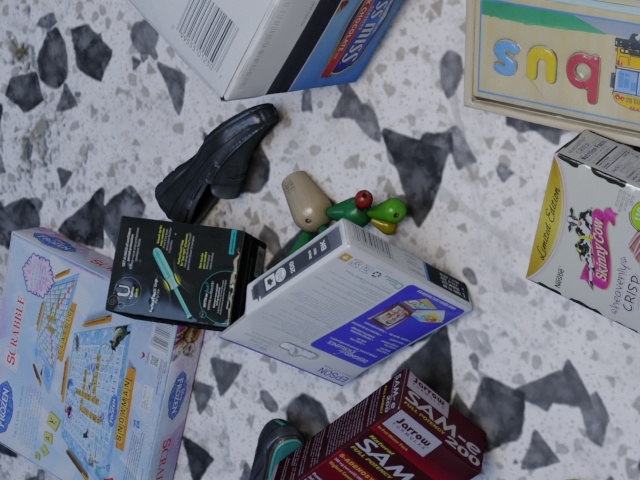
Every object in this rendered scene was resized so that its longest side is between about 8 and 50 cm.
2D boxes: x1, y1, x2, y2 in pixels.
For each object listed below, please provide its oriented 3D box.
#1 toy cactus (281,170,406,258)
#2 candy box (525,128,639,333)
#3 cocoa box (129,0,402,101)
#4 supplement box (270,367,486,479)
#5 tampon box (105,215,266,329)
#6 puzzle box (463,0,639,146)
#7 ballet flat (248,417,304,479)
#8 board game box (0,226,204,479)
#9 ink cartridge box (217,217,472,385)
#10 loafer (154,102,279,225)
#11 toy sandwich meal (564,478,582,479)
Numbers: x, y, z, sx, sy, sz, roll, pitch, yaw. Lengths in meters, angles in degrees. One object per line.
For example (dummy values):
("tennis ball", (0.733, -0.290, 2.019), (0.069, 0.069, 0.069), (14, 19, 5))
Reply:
("toy cactus", (0.000, 0.000, 1.409), (0.219, 0.112, 0.180), (-50, 60, 37))
("candy box", (0.329, 0.010, 1.171), (0.233, 0.071, 0.159), (27, 131, 29))
("cocoa box", (-0.085, -0.354, 1.309), (0.347, 0.228, 0.231), (47, 126, 22))
("supplement box", (0.060, 0.264, 1.381), (0.130, 0.073, 0.239), (39, 122, -14))
("tampon box", (-0.163, 0.044, 1.467), (0.161, 0.101, 0.120), (7, 82, 14))
("puzzle box", (0.325, -0.216, 1.131), (0.409, 0.052, 0.272), (16, 125, 31))
("ballet flat", (-0.067, 0.311, 1.514), (0.074, 0.074, 0.203), (27, 117, 28))
("board game box", (-0.321, 0.182, 1.658), (0.318, 0.066, 0.319), (23, 109, 28))
("ink cartridge box", (0.025, 0.076, 1.337), (0.208, 0.206, 0.045), (-35, 46, 30))
("loafer", (-0.120, -0.089, 1.484), (0.223, 0.076, 0.078), (-40, 80, 36))
("toy sandwich meal", (0.275, 0.298, 1.301), (0.085, 0.029, 0.086), (5, 100, 33))
